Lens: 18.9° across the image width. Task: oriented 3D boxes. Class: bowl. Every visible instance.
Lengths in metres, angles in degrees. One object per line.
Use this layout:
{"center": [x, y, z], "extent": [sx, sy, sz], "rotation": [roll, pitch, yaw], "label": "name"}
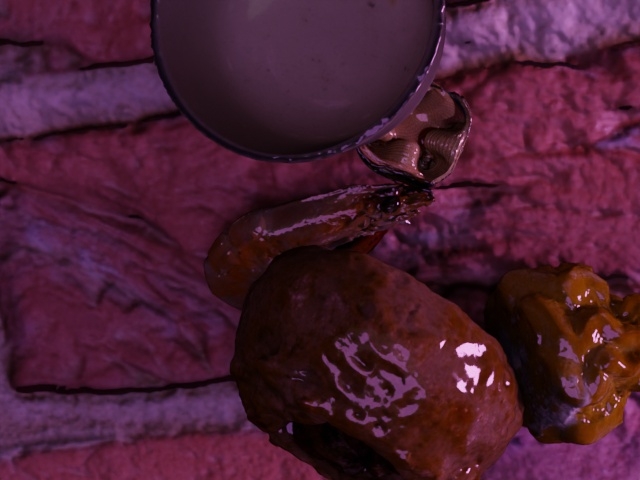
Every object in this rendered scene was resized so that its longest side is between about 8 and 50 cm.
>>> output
{"center": [-0.004, -0.148, 1.324], "extent": [0.211, 0.112, 0.211], "rotation": [-2, 82, 16], "label": "bowl"}

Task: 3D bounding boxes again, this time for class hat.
{"center": [0.065, -0.081, 1.396], "extent": [0.077, 0.059, 0.076], "rotation": [21, 98, -8], "label": "hat"}

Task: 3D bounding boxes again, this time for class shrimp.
{"center": [0.000, 0.000, 1.450], "extent": [0.190, 0.042, 0.101], "rotation": [-25, 128, 16], "label": "shrimp"}

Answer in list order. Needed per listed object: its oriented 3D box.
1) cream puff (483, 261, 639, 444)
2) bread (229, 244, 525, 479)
{"center": [0.192, 0.077, 1.417], "extent": [0.116, 0.146, 0.146], "rotation": [-17, 112, -15], "label": "cream puff"}
{"center": [0.034, 0.108, 1.396], "extent": [0.230, 0.123, 0.230], "rotation": [26, 154, 14], "label": "bread"}
